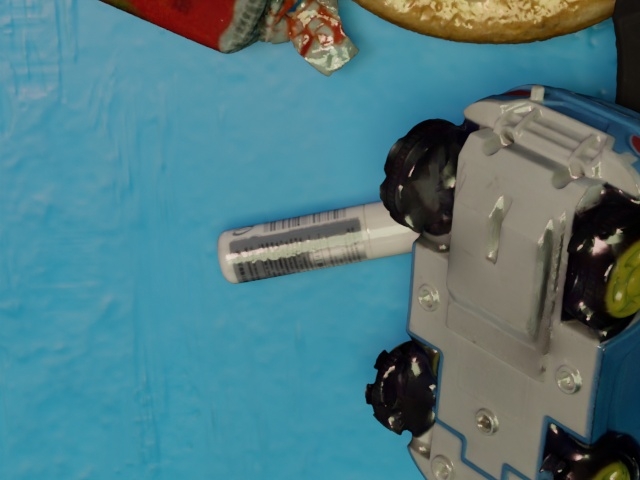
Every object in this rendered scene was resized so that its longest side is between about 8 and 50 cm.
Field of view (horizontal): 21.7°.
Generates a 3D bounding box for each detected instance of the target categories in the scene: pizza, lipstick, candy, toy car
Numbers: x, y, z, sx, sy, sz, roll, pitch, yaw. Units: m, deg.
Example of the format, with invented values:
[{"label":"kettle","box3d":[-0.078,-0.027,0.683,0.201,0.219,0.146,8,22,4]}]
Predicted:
[{"label":"pizza","box3d":[0.118,-0.187,1.080,0.246,0.058,0.127,-14,105,9]},{"label":"lipstick","box3d":[0.000,0.000,1.148,0.141,0.040,0.040,-10,105,6]},{"label":"candy","box3d":[-0.107,-0.186,1.088,0.292,0.059,0.086,23,123,-3]},{"label":"toy car","box3d":[0.152,0.053,1.089,0.166,0.198,0.314,-18,123,-36]}]

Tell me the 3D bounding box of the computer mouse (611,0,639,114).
[{"label":"computer mouse","box3d":[0.263,-0.078,1.075,0.147,0.088,0.264,16,135,25]}]
